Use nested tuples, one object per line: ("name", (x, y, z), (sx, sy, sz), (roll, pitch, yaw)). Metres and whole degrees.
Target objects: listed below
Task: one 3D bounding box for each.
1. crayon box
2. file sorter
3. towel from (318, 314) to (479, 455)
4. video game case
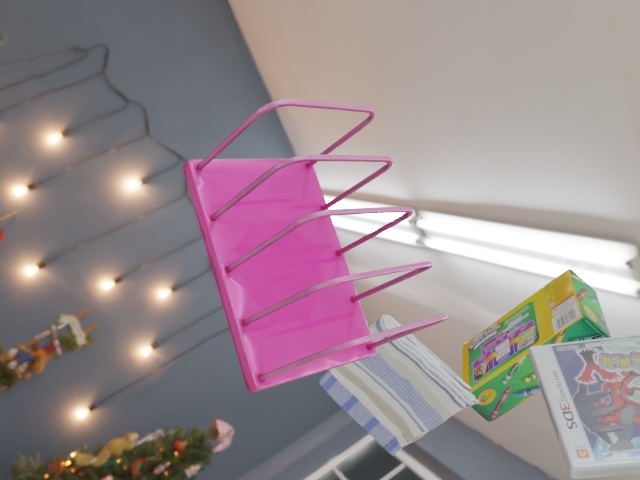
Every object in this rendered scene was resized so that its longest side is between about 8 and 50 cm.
("crayon box", (0.391, 0.196, 1.233), (0.081, 0.278, 0.165), (41, 28, -10))
("file sorter", (0.000, 0.000, 0.791), (0.182, 0.202, 0.291), (-31, -108, 45))
("towel", (0.122, 0.264, 1.161), (0.209, 0.034, 0.285), (43, -42, 6))
("video game case", (0.360, 0.178, 0.750), (0.183, 0.201, 0.023), (-89, 170, -55))
